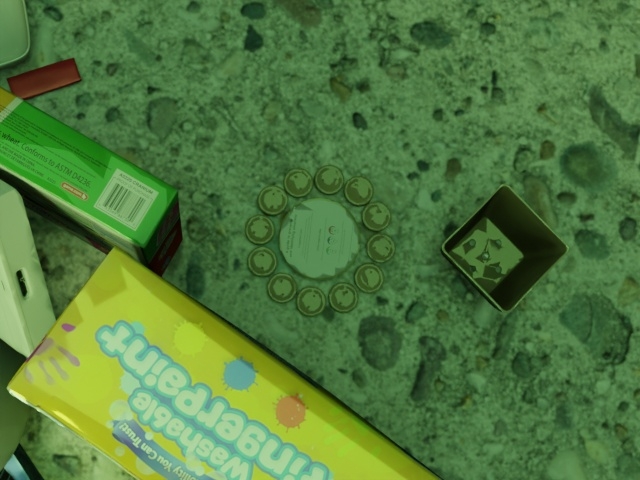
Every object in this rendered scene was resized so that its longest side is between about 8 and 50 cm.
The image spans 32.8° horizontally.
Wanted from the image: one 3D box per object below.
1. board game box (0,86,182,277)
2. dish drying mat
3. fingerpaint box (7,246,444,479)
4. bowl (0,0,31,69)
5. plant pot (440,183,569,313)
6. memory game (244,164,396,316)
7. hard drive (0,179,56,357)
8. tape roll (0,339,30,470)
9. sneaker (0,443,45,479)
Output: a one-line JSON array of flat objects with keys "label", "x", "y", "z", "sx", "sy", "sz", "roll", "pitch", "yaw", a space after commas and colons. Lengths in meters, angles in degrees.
[{"label": "board game box", "x": -0.263, "y": -0.057, "z": 1.130, "sx": 0.242, "sy": 0.316, "sz": 0.064, "roll": 31, "pitch": 80, "yaw": -2}, {"label": "dish drying mat", "x": -0.329, "y": -0.191, "z": 1.294, "sx": 0.083, "sy": 0.008, "sz": 0.032, "roll": -20, "pitch": 85, "yaw": -6}, {"label": "fingerpaint box", "x": -0.057, "y": 0.209, "z": 1.094, "sx": 0.444, "sy": 0.371, "sz": 0.163, "roll": 36, "pitch": 82, "yaw": 0}, {"label": "bowl", "x": -0.413, "y": -0.258, "z": 1.271, "sx": 0.142, "sy": 0.053, "sz": 0.142, "roll": -12, "pitch": 85, "yaw": -7}, {"label": "plant pot", "x": 0.205, "y": 0.014, "z": 1.277, "sx": 0.109, "sy": 0.096, "sz": 0.109, "roll": -44, "pitch": 89, "yaw": -9}, {"label": "memory game", "x": 0.000, "y": 0.000, "z": 1.302, "sx": 0.186, "sy": 0.012, "sz": 0.186, "roll": 1, "pitch": 84, "yaw": -5}, {"label": "hard drive", "x": -0.387, "y": -0.019, "z": 1.107, "sx": 0.307, "sy": 0.203, "sz": 0.040, "roll": 27, "pitch": 47, "yaw": 34}, {"label": "tape roll", "x": -0.424, "y": 0.174, "z": 1.165, "sx": 0.219, "sy": 0.072, "sz": 0.219, "roll": -7, "pitch": 65, "yaw": 15}, {"label": "sneaker", "x": -0.355, "y": 0.288, "z": 1.206, "sx": 0.090, "sy": 0.081, "sz": 0.232, "roll": -34, "pitch": 81, "yaw": -5}]
